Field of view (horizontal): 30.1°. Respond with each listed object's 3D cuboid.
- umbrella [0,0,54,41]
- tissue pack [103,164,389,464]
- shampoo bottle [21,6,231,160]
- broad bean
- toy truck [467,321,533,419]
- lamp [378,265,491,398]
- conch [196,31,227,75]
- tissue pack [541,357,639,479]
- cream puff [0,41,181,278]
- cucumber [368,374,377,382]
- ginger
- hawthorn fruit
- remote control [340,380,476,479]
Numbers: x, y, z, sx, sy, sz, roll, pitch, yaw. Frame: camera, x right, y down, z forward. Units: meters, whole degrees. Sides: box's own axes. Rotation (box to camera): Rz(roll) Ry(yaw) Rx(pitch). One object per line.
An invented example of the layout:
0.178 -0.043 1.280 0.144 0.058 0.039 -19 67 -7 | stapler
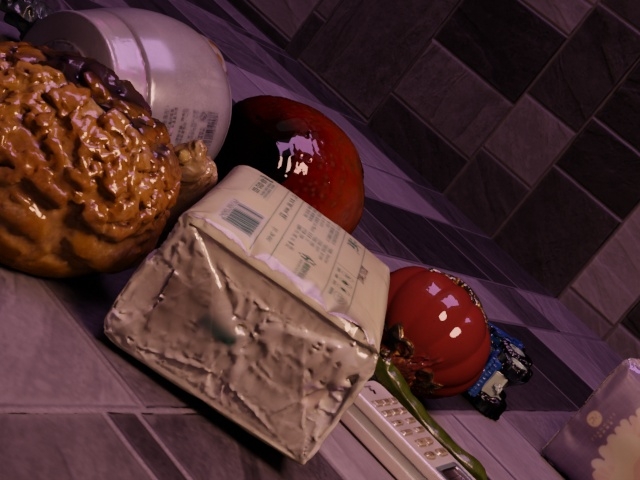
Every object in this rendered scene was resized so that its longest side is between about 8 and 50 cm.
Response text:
-0.430 -0.299 2.055 0.349 0.094 0.143 46 9 21 | umbrella
-0.068 0.076 1.512 0.297 0.207 0.380 36 13 -1 | tissue pack
-0.288 -0.201 1.718 0.266 0.273 0.273 5 35 -52 | shampoo bottle
0.155 0.266 1.733 0.256 0.053 0.052 52 20 -4 | broad bean
0.310 0.231 2.186 0.126 0.113 0.208 37 13 2 | toy truck
0.159 0.150 1.884 0.227 0.227 0.227 36 14 -10 | lamp
-0.283 -0.342 2.457 0.148 0.183 0.275 7 -21 46 | conch
0.589 0.403 2.062 0.344 0.242 0.125 46 15 28 | tissue pack
-0.325 -0.114 1.435 0.343 0.231 0.327 46 19 30 | cream puff
0.050 0.184 1.812 0.256 0.044 0.043 43 -9 17 | cucumber
-0.200 -0.065 1.630 0.074 0.213 0.137 41 27 11 | ginger
-0.072 -0.091 1.907 0.316 0.316 0.316 36 14 -10 | hawthorn fruit
0.137 0.301 1.627 0.277 0.055 0.103 43 15 22 | remote control
